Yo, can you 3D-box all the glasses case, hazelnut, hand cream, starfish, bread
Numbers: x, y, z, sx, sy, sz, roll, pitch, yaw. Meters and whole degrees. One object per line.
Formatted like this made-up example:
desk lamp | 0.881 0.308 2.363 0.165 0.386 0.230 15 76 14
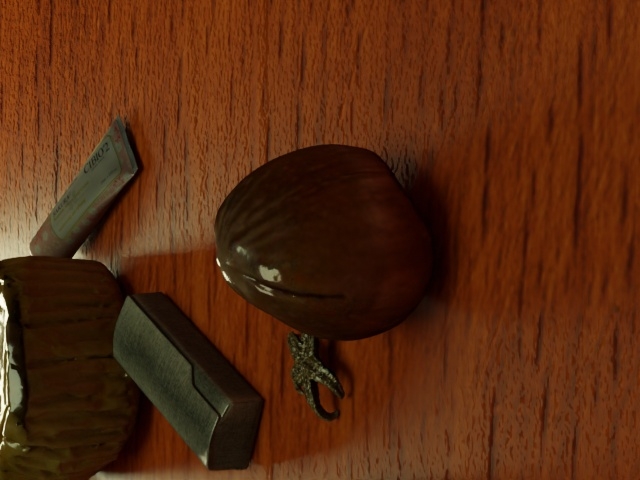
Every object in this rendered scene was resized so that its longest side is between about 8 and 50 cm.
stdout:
glasses case | -0.120 0.122 1.645 0.205 0.047 0.071 42 126 51
hazelnut | 0.000 0.000 1.346 0.150 0.150 0.150 5 96 59
hand cream | -0.233 -0.034 1.832 0.210 0.043 0.067 -50 49 40
starfish | -0.007 0.095 1.474 0.091 0.028 0.078 49 134 52
bread | -0.276 0.137 1.817 0.253 0.142 0.227 -45 55 54
